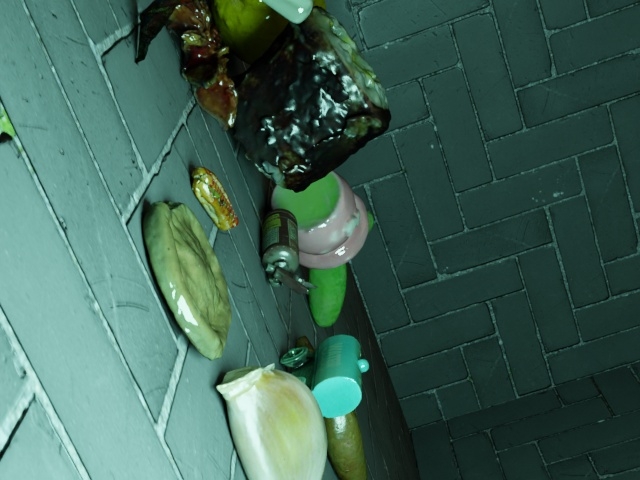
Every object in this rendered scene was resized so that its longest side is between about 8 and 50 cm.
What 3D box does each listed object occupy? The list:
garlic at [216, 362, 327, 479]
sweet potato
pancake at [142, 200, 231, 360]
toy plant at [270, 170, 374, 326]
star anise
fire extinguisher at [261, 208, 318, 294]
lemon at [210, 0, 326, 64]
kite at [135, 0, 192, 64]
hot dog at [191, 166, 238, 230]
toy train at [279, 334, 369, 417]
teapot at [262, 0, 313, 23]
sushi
[{"bbox_3d":[-0.049,0.286,1.159,0.128,0.148,0.267,-27,-96,59],"label":"garlic"},{"bbox_3d":[0.026,0.352,1.729,0.108,0.079,0.346,-19,-90,68],"label":"sweet potato"},{"bbox_3d":[-0.156,0.044,1.104,0.236,0.042,0.223,58,12,-73],"label":"pancake"},{"bbox_3d":[0.002,-0.001,2.045,0.356,0.210,0.317,68,39,-65],"label":"toy plant"},{"bbox_3d":[-0.205,-0.330,1.567,0.288,0.088,0.288,-19,90,-82],"label":"star anise"},{"bbox_3d":[-0.061,0.023,1.720,0.252,0.106,0.075,-98,-172,-62],"label":"fire extinguisher"},{"bbox_3d":[-0.119,-0.539,2.090,0.316,0.285,0.286,4,65,-52],"label":"lemon"},{"bbox_3d":[-0.215,-0.346,1.277,0.009,0.232,0.189,37,-17,-34],"label":"kite"},{"bbox_3d":[-0.162,-0.062,1.379,0.144,0.038,0.062,64,10,-56],"label":"hot dog"},{"bbox_3d":[0.008,0.236,1.495,0.248,0.159,0.101,-78,145,-75],"label":"toy train"},{"bbox_3d":[-0.179,-0.514,1.634,0.220,0.149,0.318,36,-7,48],"label":"teapot"},{"bbox_3d":[-0.025,-0.278,1.809,0.299,0.294,0.281,58,15,13],"label":"sushi"}]
